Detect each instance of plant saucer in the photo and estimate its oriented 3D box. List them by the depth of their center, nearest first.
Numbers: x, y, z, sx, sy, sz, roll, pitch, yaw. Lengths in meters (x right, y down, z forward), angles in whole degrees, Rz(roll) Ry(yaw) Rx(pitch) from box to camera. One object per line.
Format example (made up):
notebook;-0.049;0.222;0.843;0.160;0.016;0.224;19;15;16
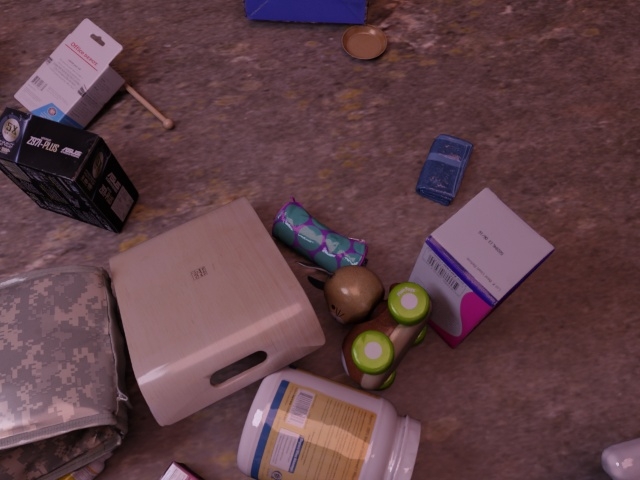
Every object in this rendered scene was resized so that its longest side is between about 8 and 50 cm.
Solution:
plant saucer;0.080;-0.363;1.043;0.083;0.015;0.084;0;66;0

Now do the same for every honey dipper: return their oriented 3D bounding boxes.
honey dipper;-0.314;-0.245;0.984;0.160;0.030;0.030;43;73;14

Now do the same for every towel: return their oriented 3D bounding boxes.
towel;0.204;-0.120;0.929;0.067;0.029;0.120;21;68;10

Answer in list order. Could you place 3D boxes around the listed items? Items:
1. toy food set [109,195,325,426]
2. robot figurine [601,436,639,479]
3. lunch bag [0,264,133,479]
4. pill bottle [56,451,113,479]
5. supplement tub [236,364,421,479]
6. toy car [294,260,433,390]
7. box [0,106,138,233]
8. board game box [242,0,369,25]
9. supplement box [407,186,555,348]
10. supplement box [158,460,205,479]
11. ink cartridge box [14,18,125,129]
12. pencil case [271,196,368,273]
toy food set;-0.152;0.076;0.773;0.219;0.093;0.306;-25;42;-10
robot figurine;0.402;0.361;0.625;0.353;0.200;0.300;-9;90;-4
lunch bag;-0.379;0.178;0.705;0.286;0.169;0.235;-18;54;-5
pill bottle;-0.314;0.298;0.737;0.083;0.043;0.043;-42;73;-17
supplement tub;0.011;0.250;0.704;0.199;0.144;0.145;18;67;8
toy car;0.042;0.094;0.768;0.188;0.155;0.149;34;76;20
box;-0.375;-0.098;0.836;0.147;0.180;0.078;17;69;8
board game box;-0.019;-0.562;1.053;0.231;0.141;0.291;4;63;2
supplement box;0.197;0.047;0.753;0.114;0.220;0.111;-38;72;-17
supplement box;-0.163;0.324;0.720;0.083;0.055;0.043;31;70;14
ink cartridge box;-0.410;-0.270;0.955;0.104;0.060;0.180;40;86;16
pencil case;0.000;0.000;0.857;0.151;0.064;0.070;31;90;12
